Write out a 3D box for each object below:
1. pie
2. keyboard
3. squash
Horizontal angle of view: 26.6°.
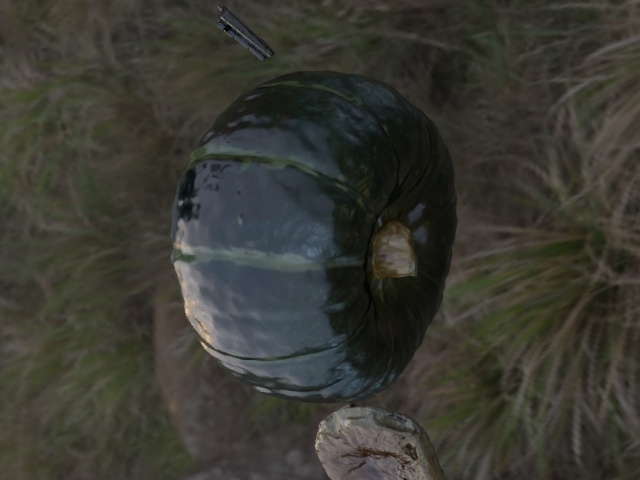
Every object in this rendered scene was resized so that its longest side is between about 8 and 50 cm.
[{"bbox_3d":[0.077,0.293,1.817,0.195,0.046,0.195,16,137,15],"label":"pie"},{"bbox_3d":[-0.123,-0.322,2.081,0.106,0.317,0.027,40,96,-10],"label":"keyboard"},{"bbox_3d":[0.000,0.000,1.015,0.165,0.252,0.252,2,107,33],"label":"squash"}]
